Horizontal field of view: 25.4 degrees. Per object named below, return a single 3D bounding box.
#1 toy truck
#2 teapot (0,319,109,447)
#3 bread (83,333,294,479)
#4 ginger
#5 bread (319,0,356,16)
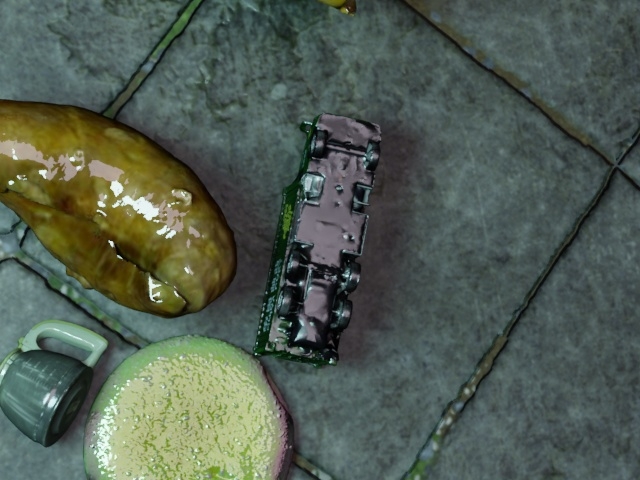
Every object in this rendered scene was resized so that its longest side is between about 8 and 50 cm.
[{"bbox_3d":[0.000,0.000,1.515,0.088,0.121,0.259,13,80,-11],"label":"toy truck"},{"bbox_3d":[-0.284,0.144,1.457,0.090,0.124,0.092,28,118,7],"label":"teapot"},{"bbox_3d":[-0.135,0.213,1.498,0.228,0.033,0.229,2,82,-15],"label":"bread"},{"bbox_3d":[-0.227,-0.042,1.455,0.321,0.172,0.165,30,114,-2],"label":"ginger"},{"bbox_3d":[-0.057,-0.417,1.491,0.394,0.361,0.250,18,123,-1],"label":"bread"}]
